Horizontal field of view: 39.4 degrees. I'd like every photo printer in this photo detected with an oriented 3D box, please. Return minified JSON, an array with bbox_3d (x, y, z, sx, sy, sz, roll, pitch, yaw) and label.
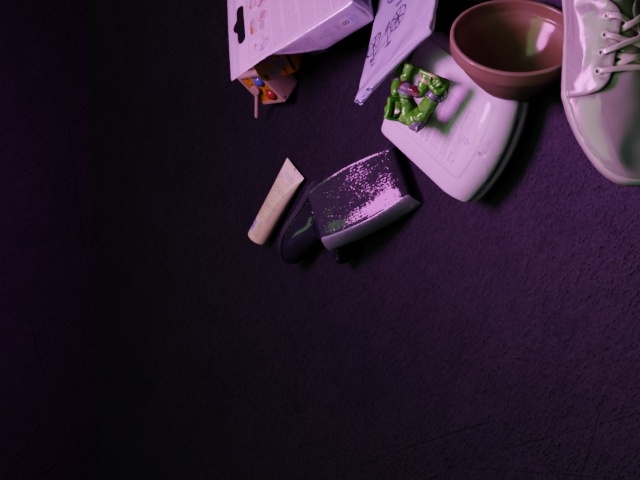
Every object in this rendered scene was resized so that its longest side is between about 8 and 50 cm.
[{"bbox_3d":[0.277,-0.245,1.821,0.307,0.107,0.256,49,126,41],"label":"photo printer"}]

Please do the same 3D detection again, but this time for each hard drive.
[{"bbox_3d":[0.091,-0.100,2.041,0.254,0.054,0.172,-27,66,24],"label":"hard drive"}]

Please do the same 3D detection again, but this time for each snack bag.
[{"bbox_3d":[0.186,-0.482,1.854,0.323,0.037,0.342,-37,34,58],"label":"snack bag"}]

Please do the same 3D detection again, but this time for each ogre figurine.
[{"bbox_3d":[0.181,-0.287,1.780,0.197,0.097,0.118,34,108,41],"label":"ogre figurine"}]

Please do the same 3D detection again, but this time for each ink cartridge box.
[{"bbox_3d":[-0.059,-0.572,2.152,0.385,0.091,0.308,-26,56,33],"label":"ink cartridge box"}]

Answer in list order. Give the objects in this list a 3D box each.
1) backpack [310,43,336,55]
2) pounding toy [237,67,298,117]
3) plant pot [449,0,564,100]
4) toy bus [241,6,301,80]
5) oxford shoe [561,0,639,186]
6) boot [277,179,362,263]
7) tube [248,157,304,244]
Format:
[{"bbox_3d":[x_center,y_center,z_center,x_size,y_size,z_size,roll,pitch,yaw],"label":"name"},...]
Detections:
[{"bbox_3d":[-0.015,-0.523,2.208,0.084,0.114,0.105,-13,77,32],"label":"backpack"},{"bbox_3d":[-0.150,-0.408,2.375,0.141,0.130,0.100,4,56,53],"label":"pounding toy"},{"bbox_3d":[0.355,-0.337,1.655,0.237,0.237,0.110,54,158,38],"label":"plant pot"},{"bbox_3d":[-0.127,-0.577,2.288,0.130,0.108,0.333,-17,60,11],"label":"toy bus"},{"bbox_3d":[0.487,-0.312,1.476,0.130,0.169,0.449,122,143,-80],"label":"oxford shoe"},{"bbox_3d":[0.000,0.000,2.201,0.207,0.094,0.246,51,122,45],"label":"boot"},{"bbox_3d":[-0.118,-0.097,2.399,0.070,0.062,0.240,30,116,1],"label":"tube"}]
